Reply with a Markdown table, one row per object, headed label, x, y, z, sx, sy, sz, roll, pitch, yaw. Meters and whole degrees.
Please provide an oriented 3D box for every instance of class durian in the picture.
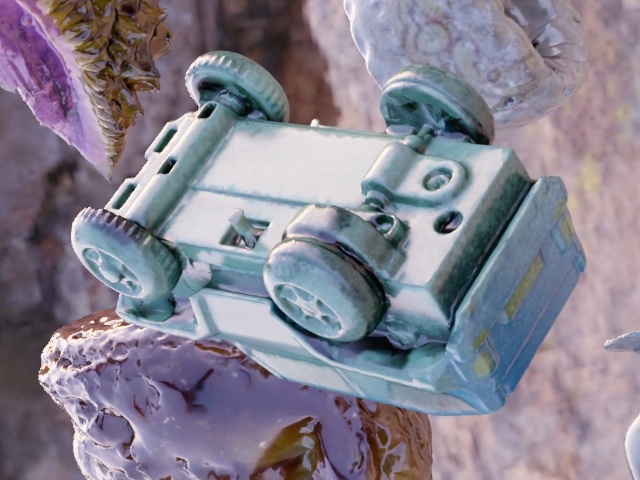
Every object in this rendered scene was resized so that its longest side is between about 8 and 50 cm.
| label | x | y | z | sx | sy | sz | roll | pitch | yaw |
| --- | --- | --- | --- | --- | --- | --- | --- | --- | --- |
| durian | -0.210 | -0.212 | 1.555 | 0.112 | 0.191 | 0.341 | 12 | 153 | 34 |

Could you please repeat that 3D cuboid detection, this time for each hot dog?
| label | x | y | z | sx | sy | sz | roll | pitch | yaw |
| --- | --- | --- | --- | --- | --- | --- | --- | --- | --- |
| hot dog | -0.077 | 0.158 | 1.359 | 0.387 | 0.174 | 0.267 | -9 | 111 | 57 |

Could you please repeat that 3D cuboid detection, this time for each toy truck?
| label | x | y | z | sx | sy | sz | roll | pitch | yaw |
| --- | --- | --- | --- | --- | --- | --- | --- | --- | --- |
| toy truck | 0.000 | 0.000 | 1.021 | 0.278 | 0.155 | 0.156 | 9 | 145 | 41 |

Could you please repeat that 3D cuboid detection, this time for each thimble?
| label | x | y | z | sx | sy | sz | roll | pitch | yaw |
| --- | --- | --- | --- | --- | --- | --- | --- | --- | --- |
| thimble | 0.177 | -0.252 | 2.190 | 0.195 | 0.291 | 0.291 | -31 | 69 | 32 |

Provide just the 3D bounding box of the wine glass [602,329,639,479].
| label | x | y | z | sx | sy | sz | roll | pitch | yaw |
| --- | --- | --- | --- | --- | --- | --- | --- | --- | --- |
| wine glass | 0.322 | 0.195 | 1.615 | 0.103 | 0.103 | 0.231 | 145 | 120 | -64 |
